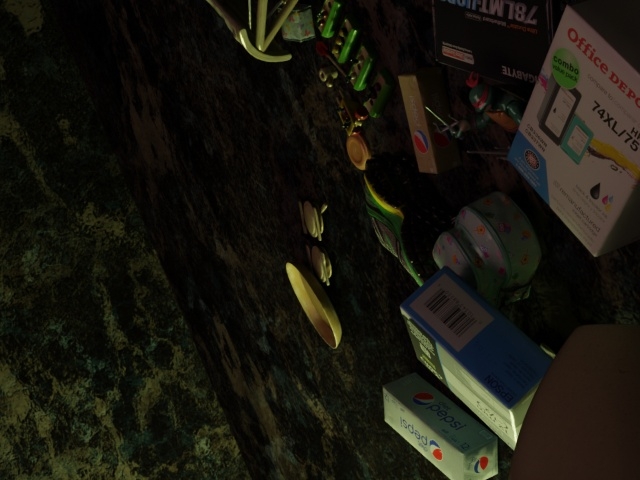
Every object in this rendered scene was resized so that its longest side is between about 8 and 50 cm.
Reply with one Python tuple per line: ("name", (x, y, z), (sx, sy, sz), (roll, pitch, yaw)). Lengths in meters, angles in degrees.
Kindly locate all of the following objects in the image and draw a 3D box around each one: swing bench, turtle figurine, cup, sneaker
("swing bench", (-0.149, -0.529, 2.186), (0.253, 0.165, 0.254), (50, 131, 33))
("turtle figurine", (0.281, -0.167, 1.595), (0.118, 0.234, 0.175), (-64, 26, 11))
("cup", (0.435, 0.245, 1.536), (0.331, 0.331, 0.236), (162, 115, -66))
("sneaker", (0.188, -0.007, 2.052), (0.146, 0.134, 0.343), (91, 157, -53))

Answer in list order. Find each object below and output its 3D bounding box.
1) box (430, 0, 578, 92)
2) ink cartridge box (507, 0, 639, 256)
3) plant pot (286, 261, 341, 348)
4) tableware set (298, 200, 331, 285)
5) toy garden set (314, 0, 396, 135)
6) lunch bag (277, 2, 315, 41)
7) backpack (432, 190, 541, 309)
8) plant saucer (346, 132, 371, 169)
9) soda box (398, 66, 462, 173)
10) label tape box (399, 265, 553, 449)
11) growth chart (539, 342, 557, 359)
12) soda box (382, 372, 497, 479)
("box", (0.269, -0.384, 1.626), (0.295, 0.073, 0.293), (35, 138, 53))
("ink cartridge box", (0.399, -0.160, 1.372), (0.198, 0.197, 0.270), (54, 151, 30))
("plant pot", (-0.011, 0.149, 2.622), (0.236, 0.032, 0.236), (57, 168, 19))
("tableware set", (0.000, 0.000, 2.530), (0.128, 0.039, 0.194), (-154, 53, -70))
("toy garden set", (0.042, -0.339, 2.156), (0.244, 0.049, 0.203), (61, 154, 18))
("lunch bag", (-0.054, -0.454, 2.263), (0.083, 0.053, 0.071), (18, 126, 47))
("backpack", (0.281, 0.018, 1.827), (0.165, 0.144, 0.188), (60, 155, 25))
("plant saucer", (0.077, -0.185, 2.250), (0.083, 0.013, 0.083), (45, 147, 41))
("soda box", (0.194, -0.213, 1.930), (0.061, 0.058, 0.181), (15, 123, 61))
("label tape box", (0.274, 0.223, 1.816), (0.249, 0.115, 0.347), (43, 167, 28))
("growth chart", (0.411, 0.261, 1.899), (0.237, 0.021, 0.171), (38, 140, 48))
("soda box", (0.244, 0.390, 2.261), (0.286, 0.091, 0.098), (35, 138, 51))
